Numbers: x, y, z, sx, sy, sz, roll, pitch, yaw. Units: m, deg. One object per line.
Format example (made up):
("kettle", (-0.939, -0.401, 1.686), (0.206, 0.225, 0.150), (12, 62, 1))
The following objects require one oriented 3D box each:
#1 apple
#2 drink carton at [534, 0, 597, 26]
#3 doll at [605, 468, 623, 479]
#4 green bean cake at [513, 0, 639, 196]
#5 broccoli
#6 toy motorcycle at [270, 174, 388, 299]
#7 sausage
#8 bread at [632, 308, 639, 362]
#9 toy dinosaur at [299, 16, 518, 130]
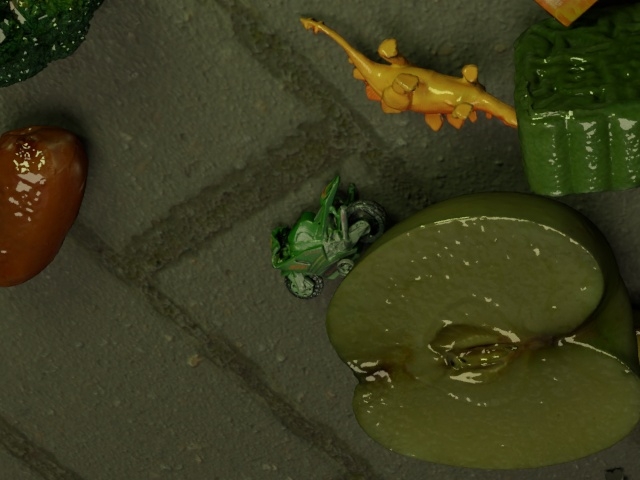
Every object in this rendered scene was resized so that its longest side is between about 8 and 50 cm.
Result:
("apple", (0.194, 0.113, 1.738), (0.360, 0.320, 0.311), (-11, 165, 23))
("drink carton", (0.302, -0.334, 1.478), (0.096, 0.071, 0.223), (36, 126, -20))
("doll", (0.436, 0.375, 2.083), (0.058, 0.040, 0.085), (-37, 122, 18))
("green bean cake", (0.318, -0.157, 1.517), (0.222, 0.248, 0.125), (-8, 123, 9))
("broccoli", (-0.362, -0.295, 1.517), (0.254, 0.269, 0.269), (-8, 129, 8))
("toy motorcycle", (0.000, 0.000, 1.809), (0.106, 0.074, 0.190), (37, 126, -12))
("sausage", (-0.370, -0.040, 1.784), (0.133, 0.133, 0.258), (23, 128, -12))
("bread", (0.408, 0.144, 1.879), (0.187, 0.065, 0.149), (-10, 137, 20))
("toy dinosaur", (0.105, -0.175, 1.625), (0.288, 0.070, 0.117), (23, 164, 16))
